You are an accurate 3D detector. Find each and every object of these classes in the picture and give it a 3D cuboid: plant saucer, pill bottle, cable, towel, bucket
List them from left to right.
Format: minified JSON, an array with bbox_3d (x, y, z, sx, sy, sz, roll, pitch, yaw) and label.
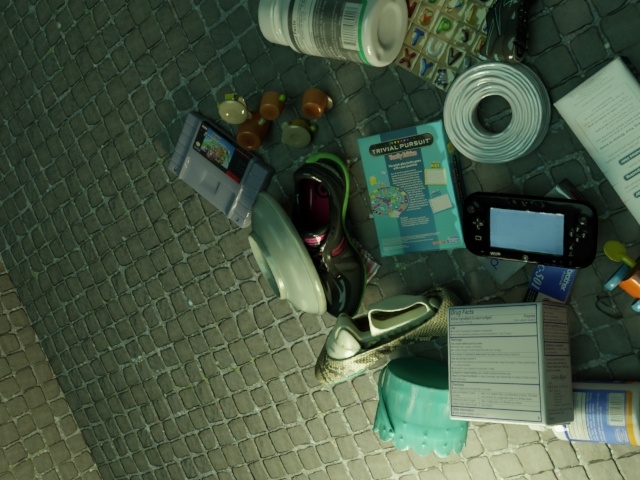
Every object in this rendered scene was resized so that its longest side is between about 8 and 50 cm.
[{"bbox_3d":[-0.119,0.055,2.022,0.400,0.100,0.400,59,166,23],"label":"plant saucer"},{"bbox_3d":[0.027,-0.581,1.838,0.361,0.204,0.204,19,112,31],"label":"pill bottle"},{"bbox_3d":[0.071,0.059,2.089,0.197,0.029,0.144,44,122,15],"label":"towel"},{"bbox_3d":[0.283,0.444,1.916,0.281,0.281,0.183,13,100,29],"label":"bucket"},{"bbox_3d":[0.431,-0.315,1.721,0.257,0.089,0.257,22,114,23],"label":"cable"},{"bbox_3d":[0.659,0.422,1.739,0.272,0.152,0.152,-6,99,34],"label":"pill bottle"}]

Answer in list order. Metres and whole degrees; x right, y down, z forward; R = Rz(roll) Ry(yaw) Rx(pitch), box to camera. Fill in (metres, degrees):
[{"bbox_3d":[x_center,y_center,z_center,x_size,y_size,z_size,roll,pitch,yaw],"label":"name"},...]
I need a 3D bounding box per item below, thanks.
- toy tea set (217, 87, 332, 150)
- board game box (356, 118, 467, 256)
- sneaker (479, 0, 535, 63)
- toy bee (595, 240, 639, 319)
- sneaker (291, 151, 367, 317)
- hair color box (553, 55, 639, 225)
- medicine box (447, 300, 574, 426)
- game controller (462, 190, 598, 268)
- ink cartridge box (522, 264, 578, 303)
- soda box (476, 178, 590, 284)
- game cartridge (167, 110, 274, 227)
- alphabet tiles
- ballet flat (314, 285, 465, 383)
[{"bbox_3d":[-0.122,-0.373,2.052,0.336,0.124,0.200,0,138,14],"label":"toy tea set"},{"bbox_3d":[0.256,-0.138,1.889,0.253,0.079,0.336,-7,98,34],"label":"board game box"},{"bbox_3d":[0.439,-0.548,1.635,0.106,0.101,0.267,14,91,42],"label":"sneaker"},{"bbox_3d":[0.721,0.069,1.596,0.195,0.298,0.162,43,83,-6],"label":"toy bee"},{"bbox_3d":[0.000,0.000,1.976,0.185,0.202,0.483,-6,102,32],"label":"sneaker"},{"bbox_3d":[0.702,-0.221,1.570,0.174,0.105,0.347,-37,81,34],"label":"hair color box"},{"bbox_3d":[0.463,0.300,1.728,0.263,0.149,0.289,-9,77,44],"label":"medicine box"},{"bbox_3d":[0.492,-0.026,1.666,0.319,0.067,0.167,8,106,33],"label":"game controller"},{"bbox_3d":[0.574,0.141,1.782,0.097,0.046,0.207,23,114,24],"label":"ink cartridge box"},{"bbox_3d":[0.527,-0.019,1.742,0.098,0.091,0.286,50,123,11],"label":"soda box"},{"bbox_3d":[-0.326,-0.231,2.247,0.355,0.068,0.230,38,124,19],"label":"game cartridge"},{"bbox_3d":[0.328,-0.567,1.772,0.285,0.011,0.343,36,119,20],"label":"alphabet tiles"},{"bbox_3d":[0.157,0.240,1.931,0.482,0.164,0.182,-25,133,18],"label":"ballet flat"}]
